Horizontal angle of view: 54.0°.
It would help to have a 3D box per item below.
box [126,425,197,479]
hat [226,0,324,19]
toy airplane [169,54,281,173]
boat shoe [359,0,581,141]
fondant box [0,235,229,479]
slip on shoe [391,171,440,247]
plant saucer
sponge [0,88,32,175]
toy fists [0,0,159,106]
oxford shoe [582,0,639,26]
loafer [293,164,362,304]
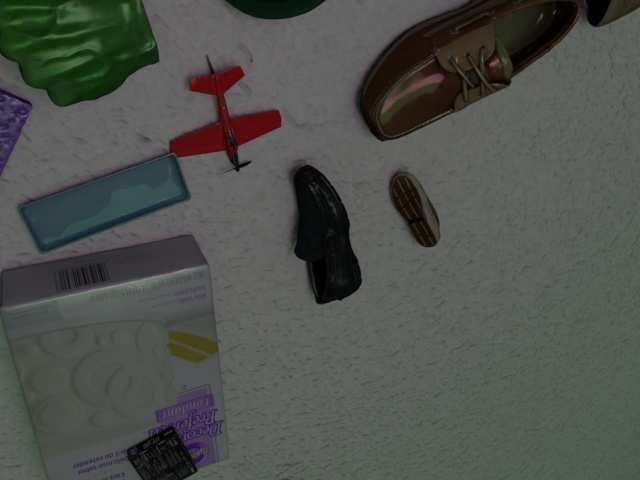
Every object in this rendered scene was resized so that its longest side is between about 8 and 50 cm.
[{"bbox_3d":[-0.211,0.297,0.845,0.067,0.018,0.083,-27,124,-13],"label":"box"},{"bbox_3d":[-0.016,-0.367,0.725,0.208,0.183,0.173,-6,118,24],"label":"hat"},{"bbox_3d":[-0.116,-0.153,0.777,0.151,0.028,0.151,-11,119,-20],"label":"toy airplane"},{"bbox_3d":[0.201,-0.246,0.832,0.324,0.120,0.122,-38,124,-5],"label":"boat shoe"},{"bbox_3d":[-0.257,0.177,0.831,0.238,0.096,0.330,-12,120,-21],"label":"fondant box"},{"bbox_3d":[0.149,-0.052,0.953,0.135,0.051,0.041,57,43,-26],"label":"slip on shoe"},{"bbox_3d":[-0.259,-0.048,0.766,0.192,0.018,0.067,-23,122,-16],"label":"plant saucer"},{"bbox_3d":[-0.406,-0.080,0.668,0.117,0.031,0.210,23,102,-33],"label":"sponge"},{"bbox_3d":[-0.271,-0.272,0.605,0.142,0.096,0.279,-27,122,-21],"label":"toy fists"},{"bbox_3d":[0.367,-0.439,0.822,0.130,0.123,0.348,-39,124,2],"label":"oxford shoe"},{"bbox_3d":[0.000,0.000,0.881,0.078,0.076,0.223,-31,128,-19],"label":"loafer"}]
